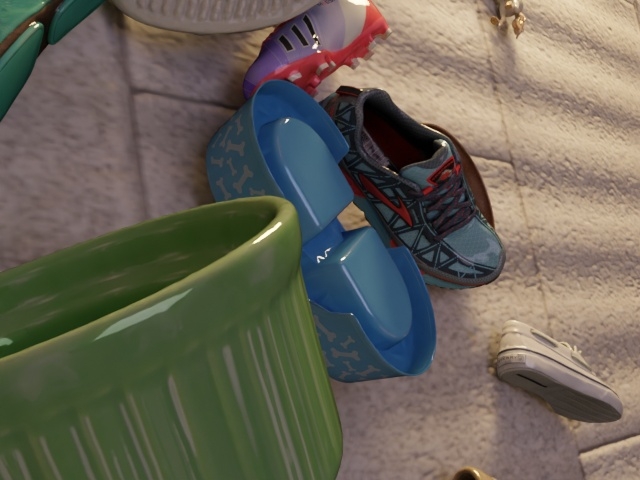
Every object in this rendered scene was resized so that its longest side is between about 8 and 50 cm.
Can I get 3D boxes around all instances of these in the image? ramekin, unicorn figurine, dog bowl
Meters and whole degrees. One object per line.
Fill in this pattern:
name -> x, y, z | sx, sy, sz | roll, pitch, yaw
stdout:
ramekin -> -0.134, 0.096, 0.514 | 0.303, 0.303, 0.148 | -33, 108, -51
unicorn figurine -> 0.266, -0.384, 1.378 | 0.111, 0.060, 0.162 | -45, 126, -49
dog bowl -> 0.000, 0.000, 0.855 | 0.297, 0.074, 0.166 | 60, 28, -8

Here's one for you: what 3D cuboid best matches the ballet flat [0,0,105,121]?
ballet flat -> -0.232, -0.163, 0.685 | 0.087, 0.083, 0.247 | 28, 49, -5

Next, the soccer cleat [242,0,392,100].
soccer cleat -> -0.017, -0.202, 0.954 | 0.095, 0.083, 0.248 | 46, 42, 4

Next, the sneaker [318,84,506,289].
sneaker -> 0.097, -0.048, 0.938 | 0.262, 0.125, 0.104 | 43, 68, -10

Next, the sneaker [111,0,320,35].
sneaker -> -0.053, -0.274, 0.908 | 0.366, 0.150, 0.135 | -22, 102, -29

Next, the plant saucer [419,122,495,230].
plant saucer -> 0.136, -0.038, 1.088 | 0.199, 0.036, 0.198 | 22, 60, -43

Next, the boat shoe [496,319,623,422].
boat shoe -> 0.307, 0.163, 1.168 | 0.226, 0.083, 0.075 | 32, 53, -37

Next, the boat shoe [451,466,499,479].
boat shoe -> 0.151, 0.362, 0.890 | 0.098, 0.109, 0.302 | 40, 42, -26
